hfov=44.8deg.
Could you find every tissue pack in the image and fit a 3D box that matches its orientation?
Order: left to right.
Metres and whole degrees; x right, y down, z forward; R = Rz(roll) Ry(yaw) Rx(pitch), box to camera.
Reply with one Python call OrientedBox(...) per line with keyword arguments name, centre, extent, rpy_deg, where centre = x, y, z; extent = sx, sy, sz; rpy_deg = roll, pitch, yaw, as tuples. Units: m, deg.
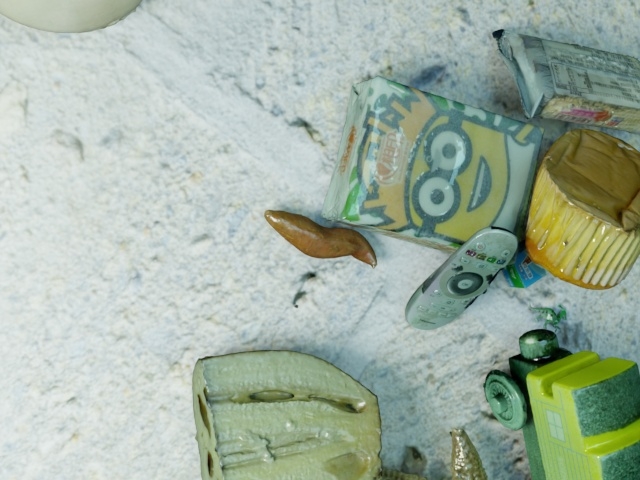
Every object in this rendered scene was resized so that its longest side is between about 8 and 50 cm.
OrientedBox(name="tissue pack", centre=(0.178, -0.104, 1.228), extent=(0.311, 0.128, 0.228), rpy_deg=(13, 88, -20))

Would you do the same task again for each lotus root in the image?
OrientedBox(name="lotus root", centre=(-0.046, 0.291, 1.164), extent=(0.260, 0.149, 0.267), rpy_deg=(-7, 77, -24))

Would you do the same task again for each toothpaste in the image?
OrientedBox(name="toothpaste", centre=(0.432, -0.007, 1.368), extent=(0.266, 0.050, 0.065), rpy_deg=(-30, 99, -17))

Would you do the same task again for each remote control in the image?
OrientedBox(name="remote control", centre=(0.217, 0.062, 1.221), extent=(0.097, 0.256, 0.045), rpy_deg=(17, 46, -23))

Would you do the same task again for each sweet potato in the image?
OrientedBox(name="sweet potato", centre=(0.000, -0.002, 1.211), extent=(0.202, 0.058, 0.055), rpy_deg=(18, 44, -24))

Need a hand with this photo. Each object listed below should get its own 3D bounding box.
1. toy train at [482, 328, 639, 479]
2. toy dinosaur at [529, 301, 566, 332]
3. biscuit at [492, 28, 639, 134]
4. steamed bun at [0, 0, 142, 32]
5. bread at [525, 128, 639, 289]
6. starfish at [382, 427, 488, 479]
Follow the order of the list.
OrientedBox(name="toy train", centre=(0.429, 0.368, 1.270), extent=(0.179, 0.272, 0.442), rpy_deg=(-17, 98, -21))
OrientedBox(name="toy dinosaur", centre=(0.409, 0.128, 1.383), extent=(0.062, 0.021, 0.083), rpy_deg=(-38, 108, -22))
OrientedBox(name="biscuit", centre=(0.445, -0.268, 1.323), extent=(0.309, 0.079, 0.186), rpy_deg=(3, 59, -20))
OrientedBox(name="steamed bun", centre=(-0.337, -0.414, 0.999), extent=(0.283, 0.177, 0.283), rpy_deg=(-1, 94, -20))
OrientedBox(name="bread", centre=(0.418, -0.047, 1.229), extent=(0.204, 0.156, 0.288), rpy_deg=(28, 38, 6))
OrientedBox(name="starfish", centre=(0.214, 0.530, 1.270), extent=(0.324, 0.082, 0.432), rpy_deg=(-27, 99, -3))
